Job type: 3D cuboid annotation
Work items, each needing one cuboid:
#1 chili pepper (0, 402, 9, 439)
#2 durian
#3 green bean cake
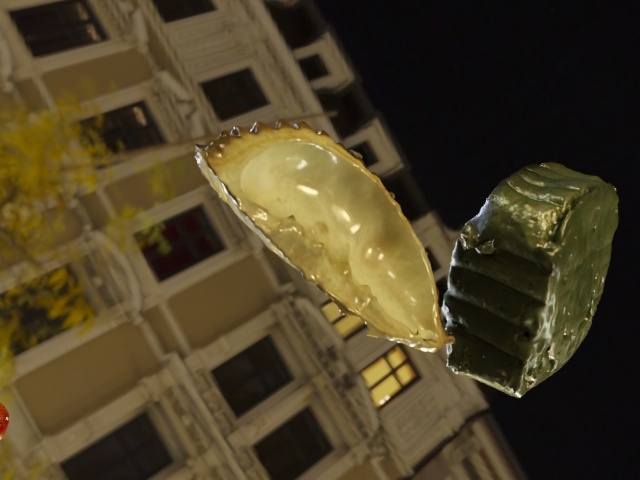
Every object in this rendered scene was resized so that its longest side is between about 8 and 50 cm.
[{"bbox_3d":[-0.324,0.179,0.897,0.123,0.073,0.070,-51,-146,14],"label":"chili pepper"},{"bbox_3d":[0.007,-0.007,0.405,0.130,0.066,0.052,38,-83,-19],"label":"durian"},{"bbox_3d":[0.232,0.034,1.120,0.125,0.222,0.227,21,-64,31],"label":"green bean cake"}]
